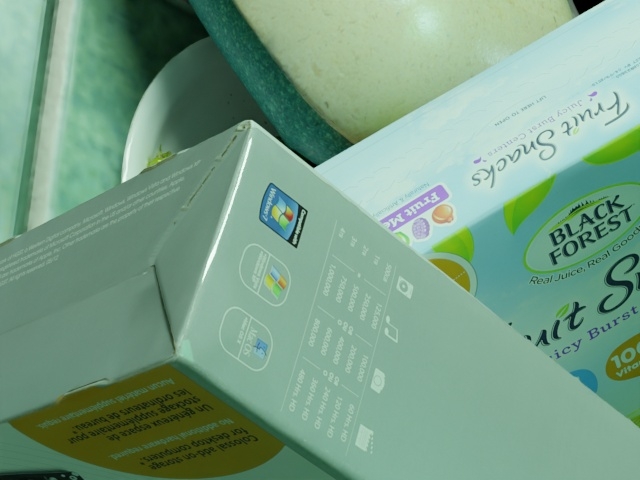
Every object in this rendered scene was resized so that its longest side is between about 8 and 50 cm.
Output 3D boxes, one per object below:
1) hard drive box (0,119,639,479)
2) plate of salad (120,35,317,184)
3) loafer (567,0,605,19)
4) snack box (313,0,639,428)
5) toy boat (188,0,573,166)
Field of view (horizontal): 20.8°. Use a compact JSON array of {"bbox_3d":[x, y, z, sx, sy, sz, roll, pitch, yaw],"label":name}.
[{"bbox_3d":[-0.010,0.082,0.608,0.232,0.181,0.089,36,51,-29],"label":"hard drive box"},{"bbox_3d":[0.000,0.000,0.750,0.200,0.048,0.200,19,61,-40],"label":"plate of salad"},{"bbox_3d":[0.116,-0.094,0.850,0.109,0.095,0.302,36,45,-62],"label":"loafer"},{"bbox_3d":[0.103,0.018,0.688,0.070,0.174,0.207,58,-3,44],"label":"snack box"},{"bbox_3d":[-0.049,-0.131,0.694,0.318,0.148,0.267,4,53,-48],"label":"toy boat"}]
